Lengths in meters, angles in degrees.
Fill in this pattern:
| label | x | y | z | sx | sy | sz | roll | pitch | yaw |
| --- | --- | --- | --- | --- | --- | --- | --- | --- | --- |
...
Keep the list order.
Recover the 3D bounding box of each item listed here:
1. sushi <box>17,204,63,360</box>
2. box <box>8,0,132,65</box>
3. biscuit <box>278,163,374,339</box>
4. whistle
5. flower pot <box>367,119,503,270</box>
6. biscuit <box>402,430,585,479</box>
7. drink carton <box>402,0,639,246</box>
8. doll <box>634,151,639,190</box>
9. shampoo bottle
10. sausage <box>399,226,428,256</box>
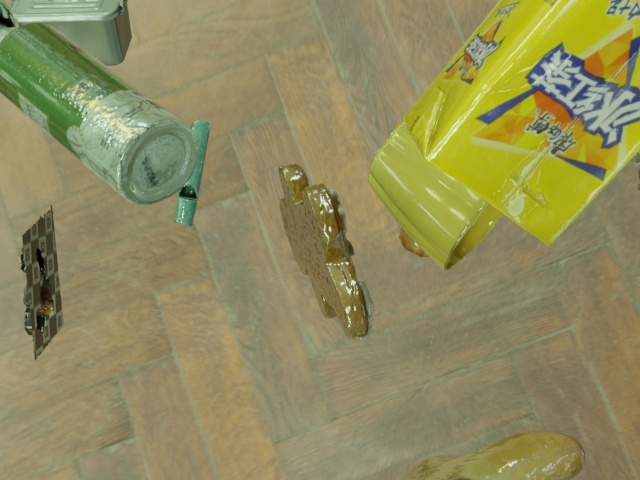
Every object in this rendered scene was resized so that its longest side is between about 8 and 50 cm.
| label | x | y | z | sx | sy | sz | roll | pitch | yaw |
| --- | --- | --- | --- | --- | --- | --- | --- | --- | --- |
| sushi | -0.423 | 0.059 | 1.400 | 0.031 | 0.139 | 0.201 | 1 | 107 | 3 |
| box | -0.508 | -0.453 | 1.978 | 0.243 | 0.135 | 0.163 | -1 | 44 | 4 |
| biscuit | 0.002 | 0.000 | 1.616 | 0.064 | 0.432 | 0.283 | -18 | 98 | -8 |
| whistle | -0.224 | -0.120 | 1.661 | 0.039 | 0.039 | 0.186 | 13 | 98 | 8 |
| flower pot | 0.175 | -0.085 | 1.358 | 0.179 | 0.195 | 0.195 | 41 | 88 | 15 |
| biscuit | 0.084 | 0.186 | 0.672 | 0.164 | 0.208 | 0.047 | -26 | 80 | 31 |
| drink carton | 0.240 | -0.180 | 0.788 | 0.155 | 0.111 | 0.351 | 32 | 111 | -20 |
| doll | 0.544 | -0.102 | 1.476 | 0.104 | 0.195 | 0.062 | 34 | 81 | -2 |
| shampoo bottle | -0.166 | -0.099 | 0.625 | 0.204 | 0.065 | 0.065 | 37 | 87 | 32 |
| sausage | 0.222 | -0.085 | 1.850 | 0.109 | 0.270 | 0.108 | 6 | 50 | -7 |
